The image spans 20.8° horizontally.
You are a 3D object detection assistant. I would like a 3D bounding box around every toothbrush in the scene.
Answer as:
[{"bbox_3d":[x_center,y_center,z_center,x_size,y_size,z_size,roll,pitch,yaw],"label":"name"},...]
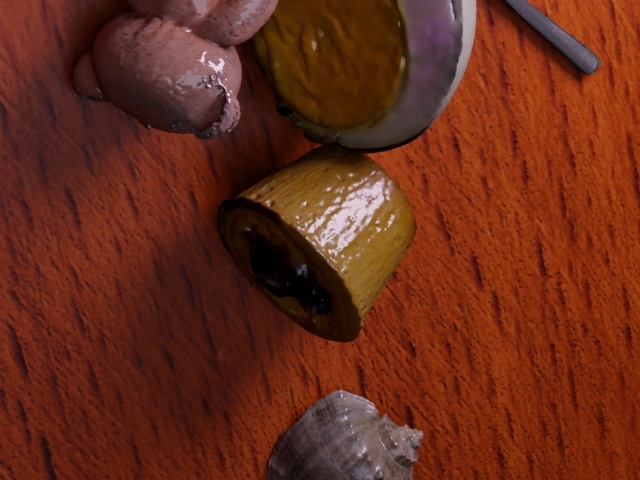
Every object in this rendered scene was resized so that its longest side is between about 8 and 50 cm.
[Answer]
[{"bbox_3d":[0.229,-0.280,2.045,0.297,0.030,0.030,34,81,-29],"label":"toothbrush"}]

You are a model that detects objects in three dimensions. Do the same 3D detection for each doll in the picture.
[{"bbox_3d":[-0.124,-0.257,1.844,0.303,0.201,0.156,-67,159,-1],"label":"doll"}]

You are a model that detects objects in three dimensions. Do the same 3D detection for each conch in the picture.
[{"bbox_3d":[0.025,0.264,2.092,0.207,0.130,0.155,-24,81,8],"label":"conch"}]

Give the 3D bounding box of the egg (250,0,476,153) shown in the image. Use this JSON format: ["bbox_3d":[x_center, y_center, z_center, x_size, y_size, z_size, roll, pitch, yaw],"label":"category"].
[{"bbox_3d":[0.066,-0.243,1.886,0.174,0.264,0.286,-25,119,-55],"label":"egg"}]

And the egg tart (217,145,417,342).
[{"bbox_3d":[0.000,0.000,1.940,0.171,0.215,0.215,-43,118,-23],"label":"egg tart"}]
